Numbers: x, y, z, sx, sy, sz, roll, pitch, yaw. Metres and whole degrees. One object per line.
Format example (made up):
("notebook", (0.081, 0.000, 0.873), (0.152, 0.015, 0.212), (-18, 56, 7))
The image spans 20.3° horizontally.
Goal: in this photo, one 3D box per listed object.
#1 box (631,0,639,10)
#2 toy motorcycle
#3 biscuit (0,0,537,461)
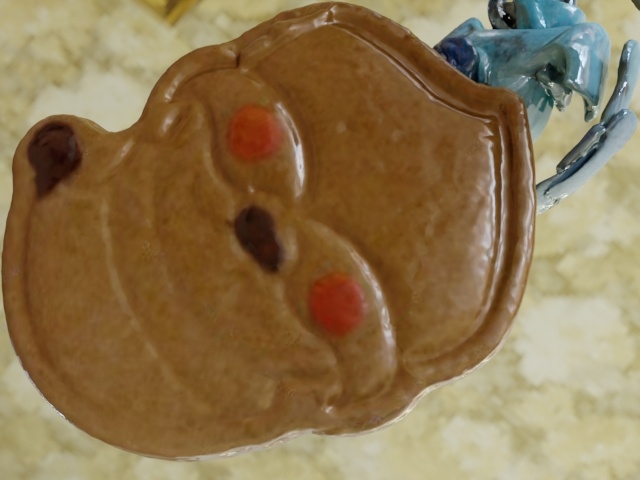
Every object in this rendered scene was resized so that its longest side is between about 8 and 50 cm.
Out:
("box", (0.381, -0.284, 1.258), (0.367, 0.373, 0.090), (24, -133, 34))
("toy motorcycle", (0.159, -0.111, 1.561), (0.260, 0.154, 0.206), (-44, -126, 1))
("biscuit", (-0.038, 0.000, 1.433), (0.455, 0.349, 0.078), (-25, 169, 5))
